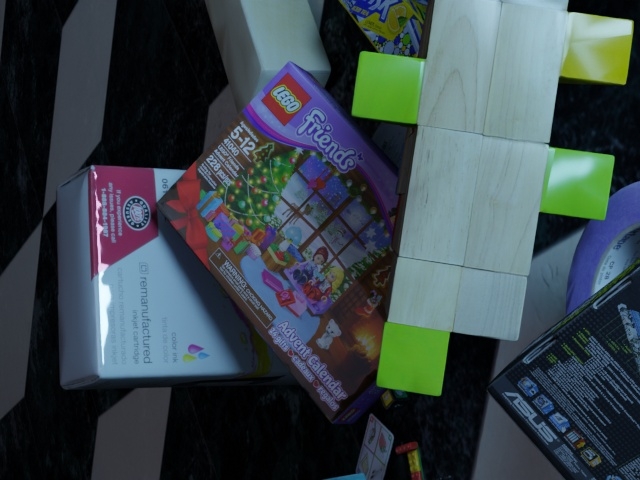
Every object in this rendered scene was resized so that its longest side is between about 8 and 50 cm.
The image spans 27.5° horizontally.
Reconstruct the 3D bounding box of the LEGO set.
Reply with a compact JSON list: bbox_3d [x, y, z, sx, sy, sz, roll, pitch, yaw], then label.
[{"bbox_3d":[0.064,0.273,1.325,0.182,0.060,0.244,40,124,51],"label":"LEGO set"}]

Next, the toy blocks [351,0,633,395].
[{"bbox_3d":[0.120,-0.078,1.063,0.261,0.191,0.381,-25,-57,-88],"label":"toy blocks"}]

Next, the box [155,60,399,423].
[{"bbox_3d":[0.000,0.000,1.249,0.201,0.057,0.293,-46,68,11],"label":"box"}]

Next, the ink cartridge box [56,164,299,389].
[{"bbox_3d":[-0.121,0.043,1.418,0.131,0.306,0.226,-23,69,60],"label":"ink cartridge box"}]

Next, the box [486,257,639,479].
[{"bbox_3d":[0.260,0.136,0.815,0.270,0.060,0.216,49,140,7],"label":"box"}]

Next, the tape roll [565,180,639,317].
[{"bbox_3d":[0.264,0.051,0.930,0.189,0.080,0.189,-3,86,61],"label":"tape roll"}]

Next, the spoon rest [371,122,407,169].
[{"bbox_3d":[0.073,-0.022,1.319,0.137,0.084,0.276,44,114,53],"label":"spoon rest"}]

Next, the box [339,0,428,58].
[{"bbox_3d":[0.080,-0.217,1.305,0.059,0.054,0.169,-56,40,23],"label":"box"}]

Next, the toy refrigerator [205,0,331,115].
[{"bbox_3d":[-0.069,-0.270,1.567,0.102,0.094,0.269,115,145,-49],"label":"toy refrigerator"}]

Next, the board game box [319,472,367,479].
[{"bbox_3d":[0.028,0.446,1.314,0.253,0.079,0.336,113,143,-47],"label":"board game box"}]
